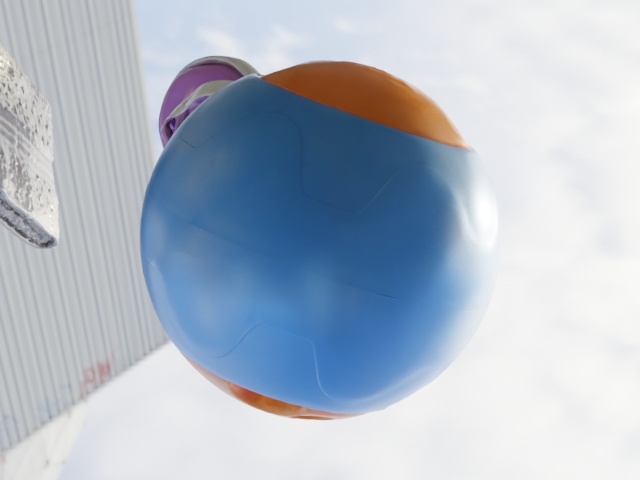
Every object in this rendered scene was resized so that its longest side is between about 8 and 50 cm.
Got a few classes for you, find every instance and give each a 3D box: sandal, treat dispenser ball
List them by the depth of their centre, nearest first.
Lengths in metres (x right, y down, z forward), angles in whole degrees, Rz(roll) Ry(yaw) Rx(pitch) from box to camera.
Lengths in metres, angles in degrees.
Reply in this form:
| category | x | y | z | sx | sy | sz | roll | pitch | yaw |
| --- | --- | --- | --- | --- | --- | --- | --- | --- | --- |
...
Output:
| category | x | y | z | sx | sy | sz | roll | pitch | yaw |
| --- | --- | --- | --- | --- | --- | --- | --- | --- | --- |
| treat dispenser ball | 0.000 | 0.000 | 0.973 | 0.288 | 0.288 | 0.288 | -3 | -150 | 2 |
| sandal | -0.112 | -0.110 | 1.341 | 0.102 | 0.169 | 0.416 | 10 | -164 | -33 |

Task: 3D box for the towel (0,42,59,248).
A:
| category | x | y | z | sx | sy | sz | roll | pitch | yaw |
| --- | --- | --- | --- | --- | --- | --- | --- | --- | --- |
| towel | -0.340 | -0.119 | 1.278 | 0.049 | 0.282 | 0.187 | -9 | -109 | 7 |
